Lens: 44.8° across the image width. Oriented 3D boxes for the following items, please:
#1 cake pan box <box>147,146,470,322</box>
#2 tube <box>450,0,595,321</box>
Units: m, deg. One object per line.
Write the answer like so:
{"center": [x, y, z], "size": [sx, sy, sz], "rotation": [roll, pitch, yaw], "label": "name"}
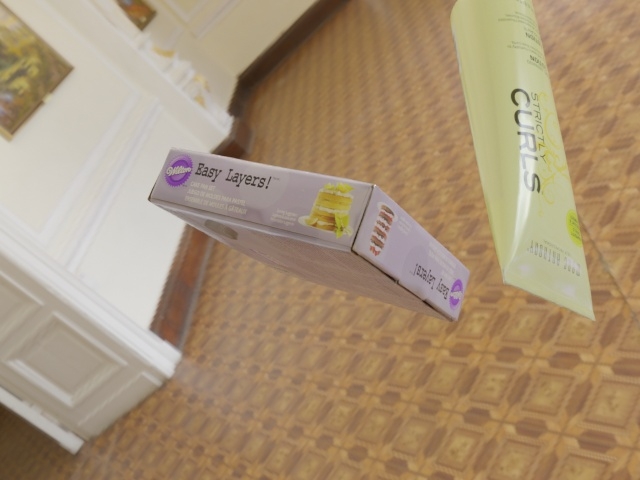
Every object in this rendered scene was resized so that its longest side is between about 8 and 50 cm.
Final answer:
{"center": [0.000, 0.000, 0.799], "size": [0.245, 0.267, 0.070], "rotation": [16, 79, 35], "label": "cake pan box"}
{"center": [0.133, -0.066, 0.516], "size": [0.062, 0.070, 0.240], "rotation": [89, 179, -60], "label": "tube"}
